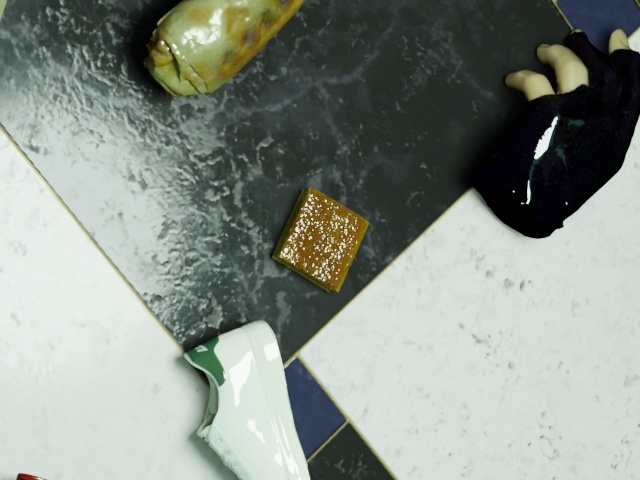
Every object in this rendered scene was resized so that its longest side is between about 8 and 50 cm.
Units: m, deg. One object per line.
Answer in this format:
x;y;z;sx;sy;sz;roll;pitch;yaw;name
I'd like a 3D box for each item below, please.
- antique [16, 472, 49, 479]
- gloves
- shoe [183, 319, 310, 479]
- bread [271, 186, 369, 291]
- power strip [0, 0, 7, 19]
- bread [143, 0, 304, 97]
-0.306;0.298;1.616;0.104;0.104;0.104;1;89;-25;antique
0.307;-0.137;1.897;0.197;0.152;0.301;47;54;-45;gloves
-0.082;0.226;1.733;0.110;0.095;0.264;-11;91;-15;shoe
0.000;0.000;1.799;0.090;0.035;0.094;30;77;-22;bread
-0.353;-0.291;1.612;0.066;0.092;0.387;19;80;-22;power strip
-0.092;-0.247;1.713;0.088;0.128;0.232;40;70;19;bread
